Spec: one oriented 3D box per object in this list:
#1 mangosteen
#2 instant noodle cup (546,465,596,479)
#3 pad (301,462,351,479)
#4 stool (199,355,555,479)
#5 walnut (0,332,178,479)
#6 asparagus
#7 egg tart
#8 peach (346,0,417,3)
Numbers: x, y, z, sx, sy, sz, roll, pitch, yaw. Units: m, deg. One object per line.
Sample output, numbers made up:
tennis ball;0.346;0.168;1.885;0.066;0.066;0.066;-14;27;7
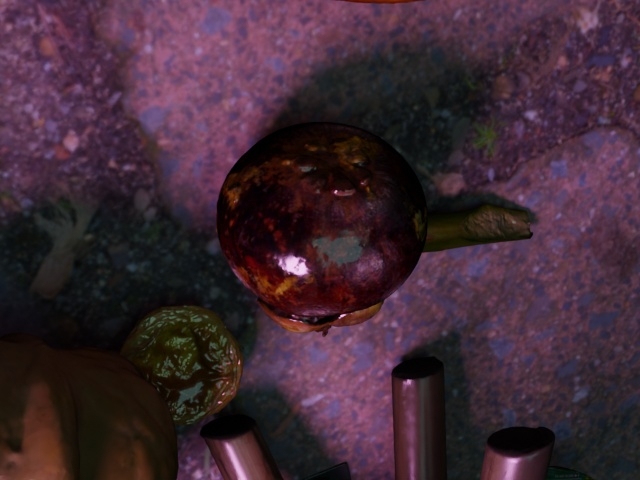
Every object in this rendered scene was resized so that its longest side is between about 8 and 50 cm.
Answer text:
mangosteen;0.000;0.000;0.964;0.192;0.192;0.217;-12;141;-16
instant noodle cup;0.267;0.409;1.188;0.207;0.207;0.232;-32;124;-8
pad;-0.021;0.380;1.163;0.170;0.006;0.245;-19;113;-13
stool;0.051;0.284;0.993;0.310;0.310;0.226;-16;105;-17
walnut;-0.267;0.213;0.870;0.282;0.253;0.276;15;102;-8
asparagus;0.146;-0.011;1.077;0.178;0.041;0.045;-7;117;-19
egg tart;-0.136;0.119;1.009;0.130;0.052;0.130;-5;108;-17
peach;0.044;-0.347;0.784;0.373;0.289;0.372;-6;147;-4
